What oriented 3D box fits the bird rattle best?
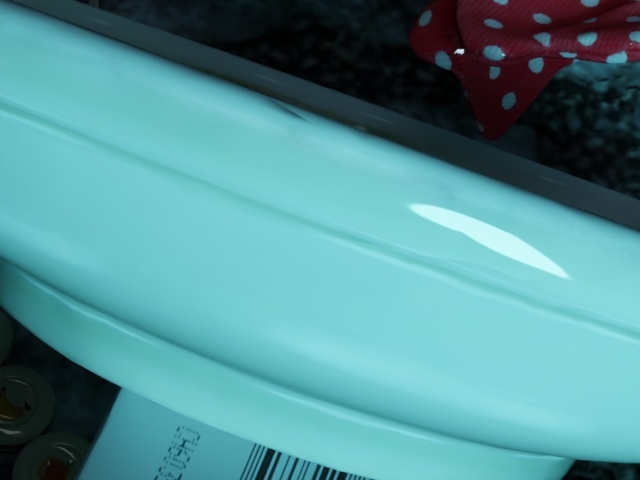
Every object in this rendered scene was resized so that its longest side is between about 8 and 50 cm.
[{"bbox_3d":[0.052,-0.179,0.631,0.253,0.143,0.207,23,76,6],"label":"bird rattle"}]

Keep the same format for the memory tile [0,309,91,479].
[{"bbox_3d":[-0.168,0.075,0.604,0.113,0.012,0.148,-31,67,-22],"label":"memory tile"}]

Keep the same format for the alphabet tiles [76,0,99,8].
[{"bbox_3d":[-0.206,-0.101,0.706,0.198,0.009,0.237,-1,60,-6],"label":"alphabet tiles"}]

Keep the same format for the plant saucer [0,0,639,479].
[{"bbox_3d":[0.000,0.000,0.510,0.400,0.400,0.100,21,96,6],"label":"plant saucer"}]

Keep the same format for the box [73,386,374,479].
[{"bbox_3d":[-0.016,0.160,0.508,0.181,0.119,0.182,20,60,5],"label":"box"}]
